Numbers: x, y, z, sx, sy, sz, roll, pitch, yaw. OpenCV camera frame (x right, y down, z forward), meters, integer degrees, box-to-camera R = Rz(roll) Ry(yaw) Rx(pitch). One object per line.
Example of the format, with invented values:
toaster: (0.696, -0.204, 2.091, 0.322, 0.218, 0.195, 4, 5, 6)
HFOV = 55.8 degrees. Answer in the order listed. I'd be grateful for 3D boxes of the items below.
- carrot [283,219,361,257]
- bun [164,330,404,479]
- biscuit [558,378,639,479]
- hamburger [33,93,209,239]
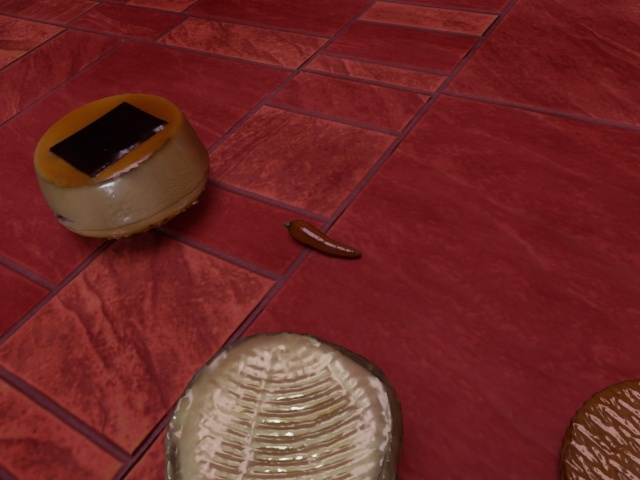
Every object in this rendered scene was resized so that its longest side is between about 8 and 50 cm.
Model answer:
carrot: (0.000, 0.000, 0.963, 0.142, 0.035, 0.035, 26, 56, 24)
bun: (-0.038, 0.232, 0.656, 0.260, 0.152, 0.259, -5, 58, 7)
biscuit: (0.377, 0.254, 0.621, 0.254, 0.035, 0.253, -6, 46, 6)
hamburger: (-0.340, -0.125, 1.060, 0.301, 0.176, 0.300, -6, 44, 6)
